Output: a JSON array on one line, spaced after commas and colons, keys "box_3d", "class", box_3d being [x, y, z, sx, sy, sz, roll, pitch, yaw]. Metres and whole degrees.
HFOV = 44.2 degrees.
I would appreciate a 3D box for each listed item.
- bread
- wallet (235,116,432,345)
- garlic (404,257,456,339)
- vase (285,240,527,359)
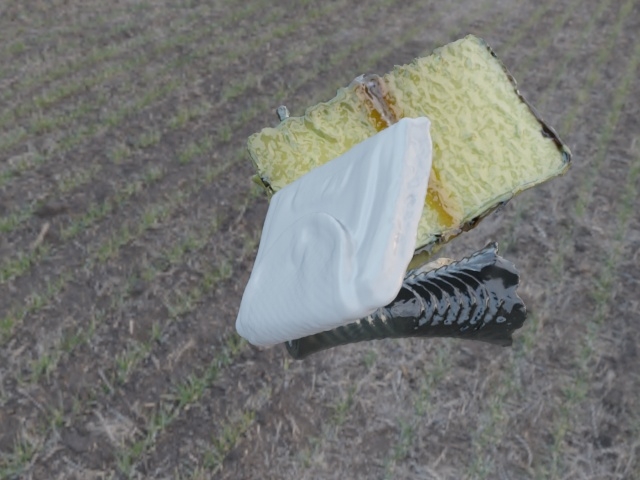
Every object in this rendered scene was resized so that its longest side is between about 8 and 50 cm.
[{"box_3d": [0.085, -0.060, 0.732, 0.266, 0.141, 0.178, -29, 60, -10], "class": "bread"}, {"box_3d": [0.000, 0.000, 0.482, 0.032, 0.183, 0.124, 25, 67, -21], "class": "wallet"}, {"box_3d": [0.128, 0.081, 0.935, 0.084, 0.152, 0.066, -25, 60, -25], "class": "garlic"}, {"box_3d": [0.081, 0.071, 0.817, 0.238, 0.115, 0.115, -7, 33, -15], "class": "vase"}]
